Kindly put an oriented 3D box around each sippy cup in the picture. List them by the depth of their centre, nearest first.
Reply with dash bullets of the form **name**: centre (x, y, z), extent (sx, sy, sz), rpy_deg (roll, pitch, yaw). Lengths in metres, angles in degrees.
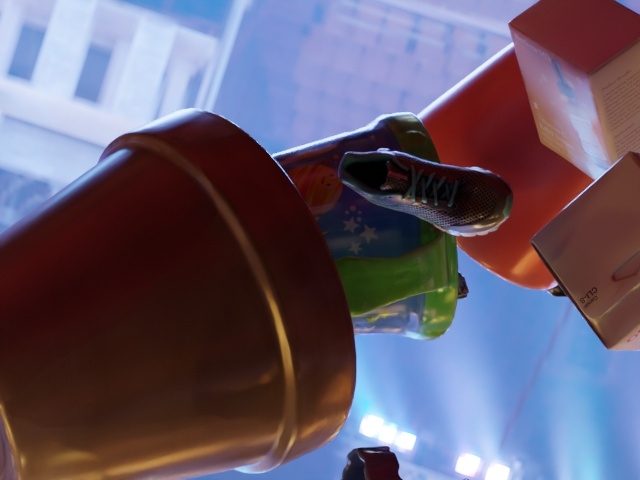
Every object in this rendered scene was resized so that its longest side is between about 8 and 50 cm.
- **sippy cup**: centre (0.000, 0.000, 1.697), extent (0.224, 0.240, 0.305), rpy_deg (-9, 161, -12)

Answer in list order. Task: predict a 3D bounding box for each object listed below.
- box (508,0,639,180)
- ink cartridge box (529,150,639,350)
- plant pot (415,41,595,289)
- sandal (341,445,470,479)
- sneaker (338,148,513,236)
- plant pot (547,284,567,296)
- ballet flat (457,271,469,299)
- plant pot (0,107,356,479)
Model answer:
- **box**: centre (0.275, -0.153, 1.672), extent (0.130, 0.091, 0.170), rpy_deg (42, 163, 45)
- **ink cartridge box**: centre (0.299, 0.013, 1.495), extent (0.176, 0.128, 0.127), rpy_deg (7, -136, -57)
- **plant pot**: centre (0.265, -0.120, 1.969), extent (0.275, 0.243, 0.275), rpy_deg (32, -150, -20)
- **sandal**: centre (0.010, 0.274, 1.298), extent (0.138, 0.317, 0.126), rpy_deg (43, 145, 9)
- **sneaker**: centre (0.085, -0.044, 1.459), extent (0.166, 0.065, 0.076), rpy_deg (12, 180, 32)
- **plant pot**: centre (0.375, -0.014, 2.245), extent (0.187, 0.188, 0.167), rpy_deg (0, -161, 16)
- **ballet flat**: centre (0.127, 0.051, 1.939), extent (0.041, 0.041, 0.114), rpy_deg (17, 165, -35)
- **plant pot**: centre (-0.177, 0.083, 1.404), extent (0.280, 0.323, 0.323), rpy_deg (-23, -155, -29)
